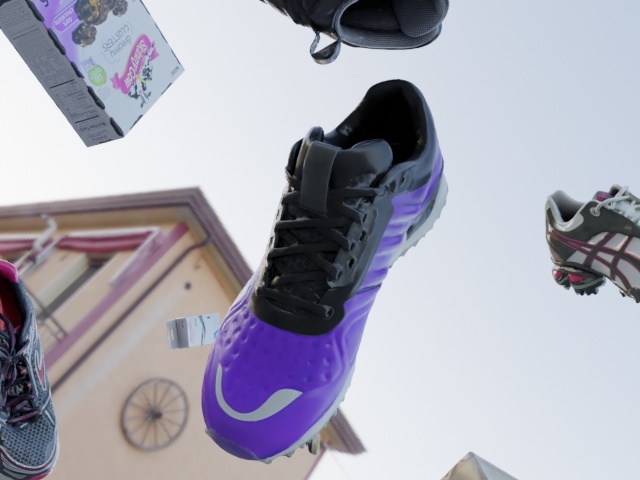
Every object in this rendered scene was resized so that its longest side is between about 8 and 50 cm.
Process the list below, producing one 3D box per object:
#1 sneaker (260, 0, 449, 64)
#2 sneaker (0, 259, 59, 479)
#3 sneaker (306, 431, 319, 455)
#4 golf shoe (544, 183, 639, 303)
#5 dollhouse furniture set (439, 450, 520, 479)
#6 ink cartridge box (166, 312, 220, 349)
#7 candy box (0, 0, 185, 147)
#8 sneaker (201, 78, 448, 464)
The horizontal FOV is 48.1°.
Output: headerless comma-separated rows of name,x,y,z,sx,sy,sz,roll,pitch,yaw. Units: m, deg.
sneaker,0.073,-0.240,0.543,0.153,0.269,0.101,56,4,24
sneaker,-0.417,0.170,0.938,0.112,0.121,0.299,-28,-100,42
sneaker,-0.020,0.268,0.991,0.037,0.083,0.031,2,-72,-5
golf shoe,0.348,0.000,0.800,0.273,0.105,0.120,-1,-66,65
dollhouse furniture set,0.131,0.479,0.786,0.362,0.256,0.394,35,-76,-25
ink cartridge box,-0.197,0.142,1.123,0.028,0.083,0.048,-13,-97,43
candy box,-0.275,-0.241,0.874,0.070,0.164,0.196,-8,-52,31
sneaker,-0.001,-0.001,0.492,0.102,0.293,0.146,20,-31,20
